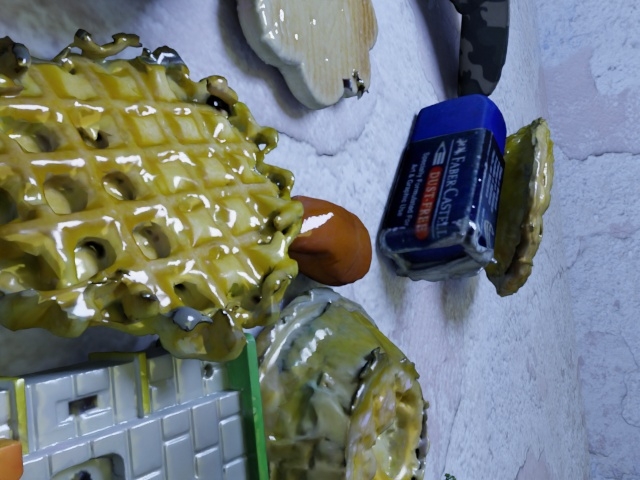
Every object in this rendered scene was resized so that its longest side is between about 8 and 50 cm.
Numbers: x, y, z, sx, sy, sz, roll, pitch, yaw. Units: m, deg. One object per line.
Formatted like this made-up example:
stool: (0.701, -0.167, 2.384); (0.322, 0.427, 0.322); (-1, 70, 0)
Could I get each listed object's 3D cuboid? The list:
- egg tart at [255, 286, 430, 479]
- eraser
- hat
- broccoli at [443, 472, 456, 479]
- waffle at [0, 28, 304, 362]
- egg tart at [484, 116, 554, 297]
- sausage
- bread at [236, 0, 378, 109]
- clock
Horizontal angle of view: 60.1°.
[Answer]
egg tart: (0.032, 0.200, 0.582); (0.315, 0.120, 0.315); (7, 82, -56)
eraser: (0.204, -0.092, 0.869); (0.101, 0.155, 0.332); (52, 44, -37)
hat: (0.261, -0.483, 1.074); (0.366, 0.257, 0.382); (-70, 177, -59)
broccoli: (0.161, 0.394, 0.751); (0.138, 0.146, 0.162); (49, 53, 4)
waffle: (-0.119, -0.047, 0.386); (0.262, 0.060, 0.281); (30, 41, -29)
egg tart: (0.331, -0.065, 1.015); (0.345, 0.132, 0.346); (12, 90, -79)
sausage: (0.000, 0.000, 0.602); (0.179, 0.089, 0.089); (30, 60, -58)
bread: (-0.018, -0.304, 0.656); (0.316, 0.054, 0.316); (12, 76, -56)
clock: (-0.152, 0.181, 0.325); (0.255, 0.106, 0.220); (-1, 84, -53)
